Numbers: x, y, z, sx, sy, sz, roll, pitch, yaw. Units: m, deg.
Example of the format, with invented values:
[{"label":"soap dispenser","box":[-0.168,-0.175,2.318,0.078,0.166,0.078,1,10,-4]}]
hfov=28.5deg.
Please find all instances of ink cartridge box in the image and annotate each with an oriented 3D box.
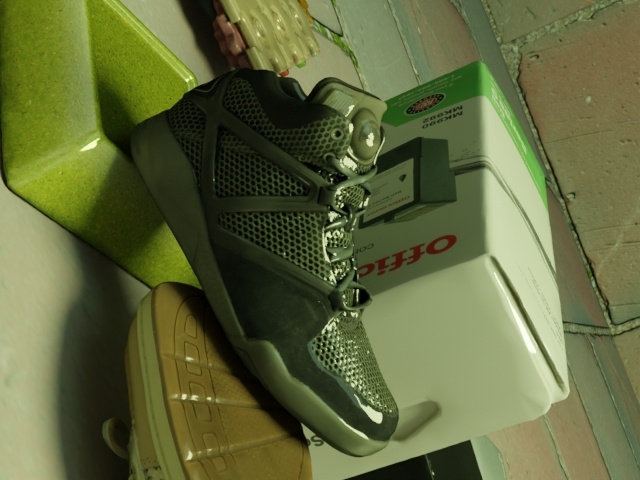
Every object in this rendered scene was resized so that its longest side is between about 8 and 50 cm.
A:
[{"label":"ink cartridge box","box":[0.047,0.016,0.875,0.122,0.211,0.289,60,19,-24]}]

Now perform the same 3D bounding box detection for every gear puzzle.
[{"label":"gear puzzle","box":[-0.066,-0.231,1.148,0.175,0.044,0.339,63,15,-7]}]

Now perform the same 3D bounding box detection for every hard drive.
[{"label":"hard drive","box":[0.153,0.223,1.246,0.135,0.022,0.094,49,25,-46]}]

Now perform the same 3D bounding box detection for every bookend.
[{"label":"bookend","box":[0.083,0.216,0.969,0.157,0.072,0.156,26,45,-65]}]

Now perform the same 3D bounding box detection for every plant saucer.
[{"label":"plant saucer","box":[-0.121,-0.076,0.776,0.188,0.045,0.188,43,29,-53]}]

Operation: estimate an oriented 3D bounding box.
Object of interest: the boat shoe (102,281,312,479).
[{"label":"boat shoe","box":[-0.057,0.156,0.639,0.104,0.089,0.285,19,45,-47]}]

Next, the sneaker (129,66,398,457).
[{"label":"sneaker","box":[0.000,0.000,0.689,0.228,0.130,0.087,61,17,13]}]
